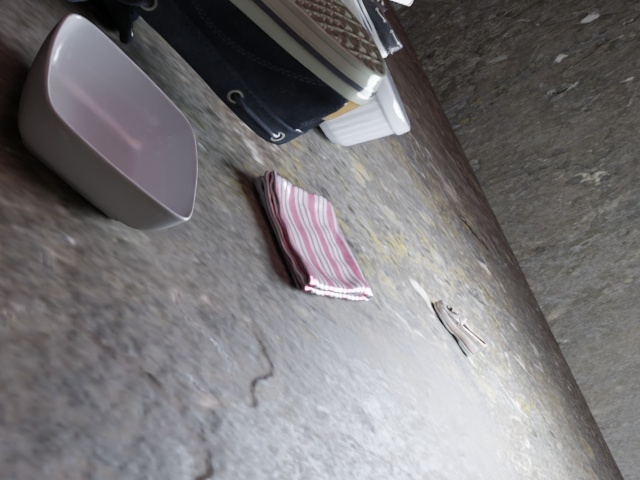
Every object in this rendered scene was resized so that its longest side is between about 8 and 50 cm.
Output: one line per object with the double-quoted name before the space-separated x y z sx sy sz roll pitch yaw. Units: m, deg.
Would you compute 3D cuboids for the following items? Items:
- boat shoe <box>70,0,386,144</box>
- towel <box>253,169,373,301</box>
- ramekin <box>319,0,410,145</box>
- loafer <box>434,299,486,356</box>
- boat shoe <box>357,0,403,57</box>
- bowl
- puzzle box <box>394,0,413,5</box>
"boat shoe" -0.158 -0.264 0.645 0.500 0.156 0.187 37 32 -25
"towel" 0.000 0.000 0.835 0.197 0.029 0.144 18 46 -64
"ramekin" 0.036 -0.279 1.144 0.273 0.127 0.273 -23 90 -78
"loafer" 0.242 0.146 1.225 0.125 0.039 0.045 53 20 -20
"boat shoe" 0.085 -0.340 1.068 0.125 0.038 0.046 65 12 -8
"bowl" -0.155 -0.079 0.514 0.142 0.053 0.142 46 24 -37
"puzzle box" -0.060 -0.473 1.016 0.272 0.052 0.409 2 38 -38
